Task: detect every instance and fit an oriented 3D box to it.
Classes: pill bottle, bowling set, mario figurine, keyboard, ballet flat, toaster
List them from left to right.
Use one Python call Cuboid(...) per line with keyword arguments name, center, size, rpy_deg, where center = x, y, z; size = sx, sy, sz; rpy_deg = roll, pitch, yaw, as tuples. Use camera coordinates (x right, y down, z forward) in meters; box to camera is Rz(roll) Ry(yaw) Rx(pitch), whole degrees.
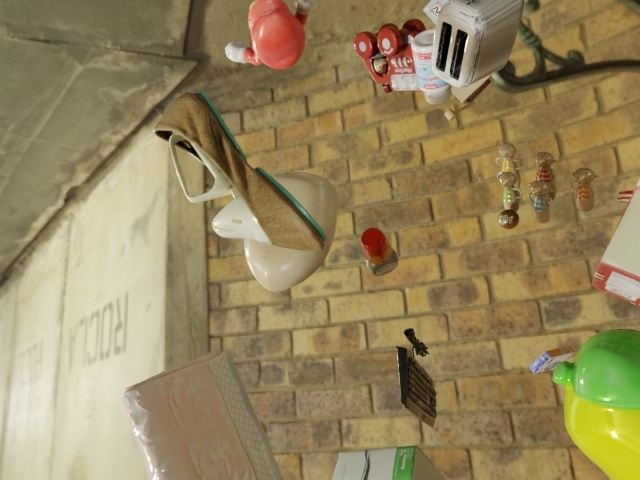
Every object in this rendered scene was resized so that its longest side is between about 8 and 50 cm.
Cuboid(name="ballet flat", center=(-0.140, -0.085, 0.784), size=(0.124, 0.342, 0.116), rpy_deg=(-38, 169, -12))
Cuboid(name="mario figurine", center=(-0.116, -0.490, 1.158), size=(0.170, 0.198, 0.320), rpy_deg=(16, -166, -11))
Cuboid(name="keyboard", center=(0.220, 0.295, 1.137), size=(0.033, 0.201, 0.317), rpy_deg=(-11, 151, 17))
Cuboid(name="pill bottle", center=(0.271, -0.410, 1.213), size=(0.087, 0.087, 0.160), rpy_deg=(-9, 137, 15))
Cuboid(name="toaster", center=(0.326, -0.430, 1.087), size=(0.146, 0.129, 0.227), rpy_deg=(-33, 149, -21))
Cuboid(name="bowling set", center=(0.548, -0.130, 1.330), size=(0.287, 0.200, 0.154), rpy_deg=(23, 145, 45))

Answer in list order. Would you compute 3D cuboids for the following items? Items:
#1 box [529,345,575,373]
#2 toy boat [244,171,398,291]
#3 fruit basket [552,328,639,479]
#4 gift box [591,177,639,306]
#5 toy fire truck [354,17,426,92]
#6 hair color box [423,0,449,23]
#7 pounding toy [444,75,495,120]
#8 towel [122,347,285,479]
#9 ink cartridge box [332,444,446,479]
Cuboid(name="box", center=(0.676, 0.351, 1.494), size=(0.136, 0.028, 0.081), rpy_deg=(0, 134, -30))
Cuboid(name="toy boat", center=(0.000, 0.000, 1.050), size=(0.318, 0.267, 0.148), rpy_deg=(13, 161, 22))
Cuboid(name="fruit basket", center=(0.389, 0.192, 0.396), size=(0.283, 0.392, 0.392), rpy_deg=(-30, 163, 1))
Cuboid(name="gift box", center=(0.745, 0.009, 1.097), size=(0.255, 0.258, 0.276), rpy_deg=(28, 176, 24))
Cuboid(name="toy fire truck", center=(0.276, -0.690, 1.949), size=(0.169, 0.253, 0.302), rpy_deg=(-31, -151, -30))
Cuboid(name="hair color box", center=(0.499, -0.820, 1.533), size=(0.113, 0.185, 0.374), rpy_deg=(45, 141, -7))
Cuboid(name="pounding toy", center=(0.517, -0.539, 1.845), size=(0.206, 0.094, 0.181), rpy_deg=(-43, 169, 24))
Cuboid(name="towel", center=(-0.165, 0.354, 0.828), size=(0.053, 0.331, 0.317), rpy_deg=(-25, 174, 12))
Cuboid(name="ink cartridge box", center=(0.153, 0.542, 1.141), size=(0.208, 0.087, 0.153), rpy_deg=(-19, 121, 32))
